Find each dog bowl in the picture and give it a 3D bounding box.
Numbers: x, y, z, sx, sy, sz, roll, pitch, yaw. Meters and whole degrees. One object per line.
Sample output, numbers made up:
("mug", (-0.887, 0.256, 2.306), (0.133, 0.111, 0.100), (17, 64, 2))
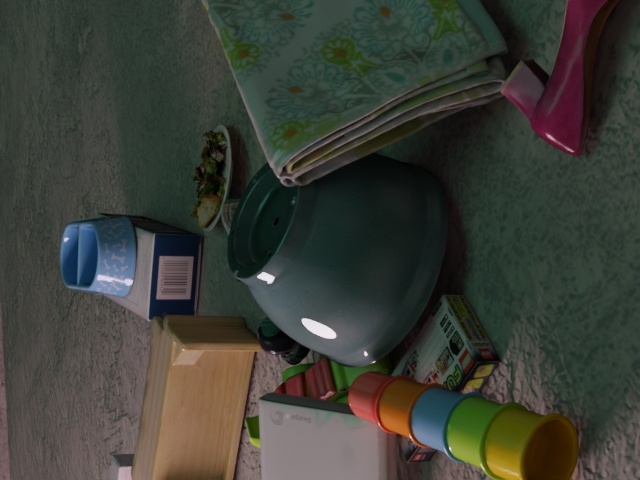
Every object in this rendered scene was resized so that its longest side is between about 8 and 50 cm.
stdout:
("dog bowl", (-0.461, 0.032, 2.259), (0.297, 0.074, 0.166), (0, 89, 61))

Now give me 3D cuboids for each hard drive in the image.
("hard drive", (0.011, 0.374, 1.524), (0.203, 0.040, 0.307), (4, 101, 30))

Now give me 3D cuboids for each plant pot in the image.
("plant pot", (0.000, 0.000, 1.466), (0.293, 0.196, 0.293), (-39, 39, 41))

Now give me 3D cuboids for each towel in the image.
("towel", (0.034, -0.269, 1.412), (0.090, 0.320, 0.374), (62, -175, -55))

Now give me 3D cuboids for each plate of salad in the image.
("plate of salad", (-0.207, -0.116, 2.042), (0.200, 0.048, 0.199), (-173, 90, -69))

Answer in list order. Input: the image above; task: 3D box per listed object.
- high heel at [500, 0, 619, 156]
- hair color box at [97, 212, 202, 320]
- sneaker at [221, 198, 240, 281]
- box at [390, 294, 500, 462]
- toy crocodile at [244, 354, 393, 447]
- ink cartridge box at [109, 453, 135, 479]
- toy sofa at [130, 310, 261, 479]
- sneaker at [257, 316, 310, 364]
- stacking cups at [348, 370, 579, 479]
("high heel", (0.301, -0.209, 1.178), (0.117, 0.082, 0.244), (46, 118, 16))
("hair color box", (-0.360, 0.048, 2.260), (0.347, 0.105, 0.174), (16, 102, 59))
("sneaker", (-0.144, 0.002, 1.934), (0.076, 0.065, 0.166), (114, 149, -48))
("box", (0.148, 0.181, 1.429), (0.207, 0.036, 0.114), (-62, 38, 37))
("toy crocodile", (-0.002, 0.222, 1.621), (0.340, 0.105, 0.115), (-40, 54, 52))
("ink cartridge box", (-0.326, 0.470, 2.126), (0.063, 0.150, 0.109), (24, 108, 63))
("toy sofa", (-0.224, 0.310, 1.959), (0.177, 0.150, 0.362), (-146, 63, -62))
("sneaker", (-0.039, 0.152, 1.657), (0.223, 0.083, 0.098), (-50, -42, -73))
("stacking cups", (0.158, 0.221, 1.318), (0.316, 0.096, 0.096), (8, 94, 54))
